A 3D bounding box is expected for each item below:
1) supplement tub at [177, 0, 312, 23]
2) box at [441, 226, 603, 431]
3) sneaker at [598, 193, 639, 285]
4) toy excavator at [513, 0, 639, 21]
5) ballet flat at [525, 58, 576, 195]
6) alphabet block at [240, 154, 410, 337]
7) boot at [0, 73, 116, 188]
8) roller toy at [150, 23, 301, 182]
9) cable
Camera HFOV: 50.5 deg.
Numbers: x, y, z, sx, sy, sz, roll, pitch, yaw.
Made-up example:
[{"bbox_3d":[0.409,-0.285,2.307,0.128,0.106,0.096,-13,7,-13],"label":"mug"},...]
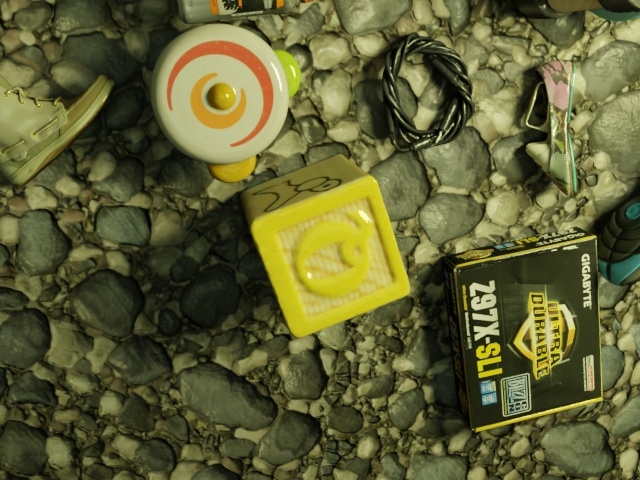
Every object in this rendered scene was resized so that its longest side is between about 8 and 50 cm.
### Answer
[{"bbox_3d":[-0.108,-0.369,0.942,0.191,0.117,0.116,-10,107,-7],"label":"supplement tub"},{"bbox_3d":[0.361,0.158,1.204,0.257,0.079,0.321,-11,108,-5],"label":"box"},{"bbox_3d":[0.608,-0.051,1.148,0.140,0.125,0.340,37,89,-30],"label":"sneaker"},{"bbox_3d":[0.507,-0.557,0.978,0.445,0.222,0.432,-17,109,-20],"label":"toy excavator"},{"bbox_3d":[0.377,-0.183,1.116,0.079,0.077,0.221,-3,102,10],"label":"ballet flat"},{"bbox_3d":[0.000,0.000,1.027,0.193,0.197,0.193,-22,109,-3],"label":"alphabet block"},{"bbox_3d":[-0.413,-0.199,0.958,0.213,0.077,0.165,-42,107,6],"label":"boot"},{"bbox_3d":[-0.144,-0.207,0.967,0.191,0.146,0.209,30,99,-16],"label":"roller toy"},{"bbox_3d":[0.169,-0.236,1.068,0.151,0.047,0.184,-12,107,-7],"label":"cable"}]
